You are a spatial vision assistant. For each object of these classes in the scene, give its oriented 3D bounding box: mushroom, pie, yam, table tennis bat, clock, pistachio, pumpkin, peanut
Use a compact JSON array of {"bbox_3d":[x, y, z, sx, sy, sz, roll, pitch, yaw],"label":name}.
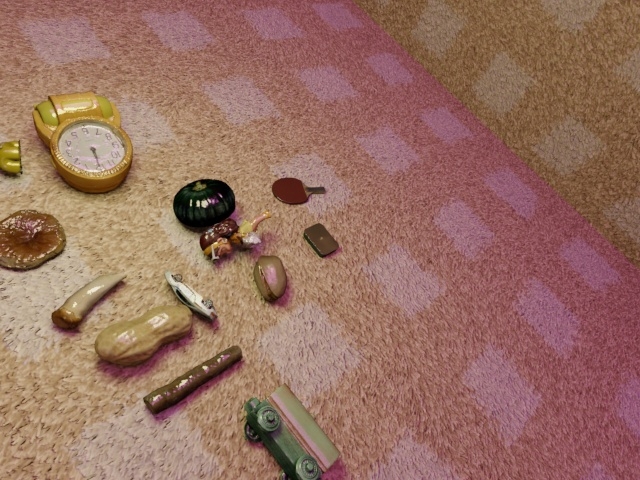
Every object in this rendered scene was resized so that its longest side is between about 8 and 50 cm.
[{"bbox_3d":[-0.620,0.151,1.184,0.071,0.084,0.209,49,46,-13],"label":"mushroom"},{"bbox_3d":[-0.817,-0.003,1.225,0.195,0.046,0.195,12,53,-17],"label":"pie"},{"bbox_3d":[-0.331,0.365,1.168,0.274,0.061,0.061,-27,71,-37],"label":"yam"},{"bbox_3d":[-0.084,-0.195,1.706,0.221,0.019,0.130,-5,58,-25],"label":"table tennis bat"},{"bbox_3d":[-0.736,-0.302,1.391,0.244,0.200,0.317,-23,76,-31],"label":"clock"},{"bbox_3d":[-0.159,0.118,1.390,0.113,0.113,0.149,-4,57,-27],"label":"pistachio"},{"bbox_3d":[-0.379,-0.127,1.429,0.202,0.140,0.202,-2,35,1],"label":"pumpkin"},{"bbox_3d":[-0.457,0.250,1.161,0.257,0.123,0.123,-19,66,-37],"label":"peanut"}]

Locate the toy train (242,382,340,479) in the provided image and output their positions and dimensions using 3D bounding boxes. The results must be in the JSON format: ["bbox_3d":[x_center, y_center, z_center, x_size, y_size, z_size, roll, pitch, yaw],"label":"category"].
[{"bbox_3d":[-0.072,0.512,1.152,0.285,0.116,0.177,47,40,14],"label":"toy train"}]

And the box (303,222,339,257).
[{"bbox_3d":[0.000,0.000,1.595,0.091,0.031,0.126,-28,71,-36],"label":"box"}]

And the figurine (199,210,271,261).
[{"bbox_3d":[-0.267,-0.019,1.400,0.240,0.175,0.115,-20,90,-12],"label":"figurine"}]

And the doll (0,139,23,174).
[{"bbox_3d":[-0.999,-0.250,1.277,0.221,0.142,0.135,1,28,-30],"label":"doll"}]

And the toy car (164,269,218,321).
[{"bbox_3d":[-0.379,0.162,1.272,0.205,0.095,0.056,37,68,5],"label":"toy car"}]
